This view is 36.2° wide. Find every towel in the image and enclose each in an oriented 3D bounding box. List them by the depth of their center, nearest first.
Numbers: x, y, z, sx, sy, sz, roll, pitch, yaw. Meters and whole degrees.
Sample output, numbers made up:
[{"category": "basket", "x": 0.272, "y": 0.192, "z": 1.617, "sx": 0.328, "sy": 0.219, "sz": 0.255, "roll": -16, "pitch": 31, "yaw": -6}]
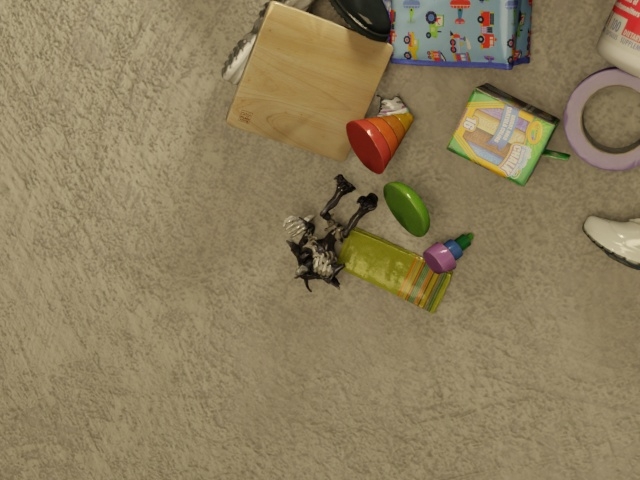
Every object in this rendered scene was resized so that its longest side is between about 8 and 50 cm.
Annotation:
[{"category": "towel", "x": 0.152, "y": 0.061, "z": 2.054, "sx": 0.237, "sy": 0.021, "sz": 0.102, "roll": 25, "pitch": 108, "yaw": 11}]

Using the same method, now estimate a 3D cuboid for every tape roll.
[{"category": "tape roll", "x": 0.552, "y": -0.228, "z": 1.825, "sx": 0.189, "sy": 0.080, "sz": 0.189, "roll": 4, "pitch": 104, "yaw": 17}]

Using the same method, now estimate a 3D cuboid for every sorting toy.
[{"category": "sorting toy", "x": -0.028, "y": -0.320, "z": 1.936, "sx": 0.257, "sy": 0.089, "sz": 0.255, "roll": 17, "pitch": 112, "yaw": -18}, {"category": "sorting toy", "x": 0.197, "y": -0.111, "z": 1.952, "sx": 0.126, "sy": 0.127, "sz": 0.365, "roll": -36, "pitch": 102, "yaw": -16}]

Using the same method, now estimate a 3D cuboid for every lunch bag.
[{"category": "lunch bag", "x": 0.242, "y": -0.444, "z": 1.858, "sx": 0.293, "sy": 0.138, "sz": 0.221, "roll": 7, "pitch": 108, "yaw": 27}]

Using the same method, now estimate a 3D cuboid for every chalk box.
[{"category": "chalk box", "x": 0.370, "y": -0.193, "z": 1.864, "sx": 0.213, "sy": 0.132, "sz": 0.132, "roll": 29, "pitch": 110, "yaw": 11}]

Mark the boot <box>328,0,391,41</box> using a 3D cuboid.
[{"category": "boot", "x": 0.094, "y": -0.529, "z": 1.847, "sx": 0.246, "sy": 0.094, "sz": 0.207, "roll": 54, "pitch": 128, "yaw": 16}]

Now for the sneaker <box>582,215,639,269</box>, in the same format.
[{"category": "sneaker", "x": 0.640, "y": 0.004, "z": 1.835, "sx": 0.297, "sy": 0.111, "sz": 0.129, "roll": 21, "pitch": 91, "yaw": 28}]

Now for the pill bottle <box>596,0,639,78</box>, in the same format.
[{"category": "pill bottle", "x": 0.652, "y": -0.464, "z": 1.647, "sx": 0.229, "sy": 0.229, "sz": 0.407, "roll": 25, "pitch": 112, "yaw": 11}]

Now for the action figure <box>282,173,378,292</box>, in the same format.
[{"category": "action figure", "x": 0.000, "y": 0.000, "z": 2.019, "sx": 0.164, "sy": 0.141, "sz": 0.275, "roll": 43, "pitch": 119, "yaw": 22}]

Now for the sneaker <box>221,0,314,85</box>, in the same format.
[{"category": "sneaker", "x": -0.079, "y": -0.416, "z": 1.990, "sx": 0.115, "sy": 0.105, "sz": 0.281, "roll": 33, "pitch": 112, "yaw": -24}]

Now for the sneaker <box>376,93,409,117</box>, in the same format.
[{"category": "sneaker", "x": 0.124, "y": -0.262, "z": 1.979, "sx": 0.098, "sy": 0.038, "sz": 0.069, "roll": -28, "pitch": 92, "yaw": 12}]
